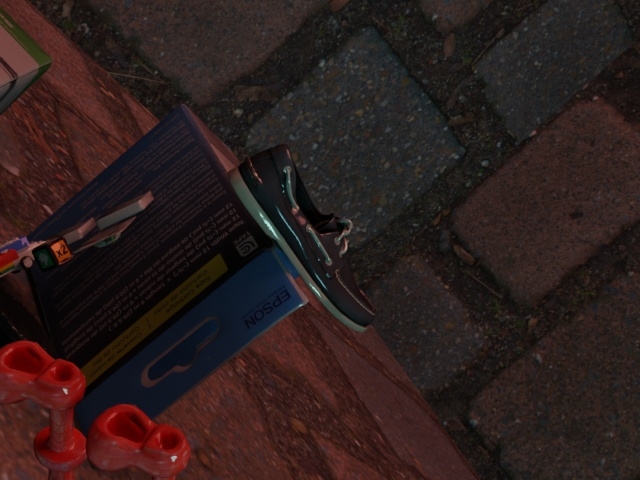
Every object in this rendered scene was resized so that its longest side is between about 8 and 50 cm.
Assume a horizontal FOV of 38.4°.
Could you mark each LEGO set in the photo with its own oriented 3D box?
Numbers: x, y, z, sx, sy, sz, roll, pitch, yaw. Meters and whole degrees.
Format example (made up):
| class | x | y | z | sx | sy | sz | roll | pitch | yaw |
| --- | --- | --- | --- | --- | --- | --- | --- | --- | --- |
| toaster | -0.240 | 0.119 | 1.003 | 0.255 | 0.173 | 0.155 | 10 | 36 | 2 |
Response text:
| class | x | y | z | sx | sy | sz | roll | pitch | yaw |
| --- | --- | --- | --- | --- | --- | --- | --- | --- | --- |
| LEGO set | -0.258 | -0.002 | 0.836 | 0.244 | 0.182 | 0.060 | -99 | 165 | -78 |

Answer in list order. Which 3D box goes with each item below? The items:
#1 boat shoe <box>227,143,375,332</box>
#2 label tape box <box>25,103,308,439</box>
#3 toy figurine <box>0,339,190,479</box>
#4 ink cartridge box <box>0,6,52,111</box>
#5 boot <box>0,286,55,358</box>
| class | x | y | z | sx | sy | sz | roll | pitch | yaw |
| --- | --- | --- | --- | --- | --- | --- | --- | --- | --- |
| boat shoe | 0.000 | 0.000 | 0.844 | 0.206 | 0.065 | 0.075 | 51 | 6 | -22 |
| label tape box | -0.154 | 0.047 | 0.956 | 0.115 | 0.249 | 0.347 | 45 | 7 | -47 |
| toy figurine | -0.162 | 0.169 | 0.333 | 0.362 | 0.191 | 0.217 | 25 | 38 | 15 |
| ink cartridge box | -0.340 | -0.097 | 0.697 | 0.121 | 0.211 | 0.289 | 47 | 5 | -16 |
| boot | -0.269 | 0.072 | 0.669 | 0.121 | 0.099 | 0.045 | 48 | 4 | -17 |
